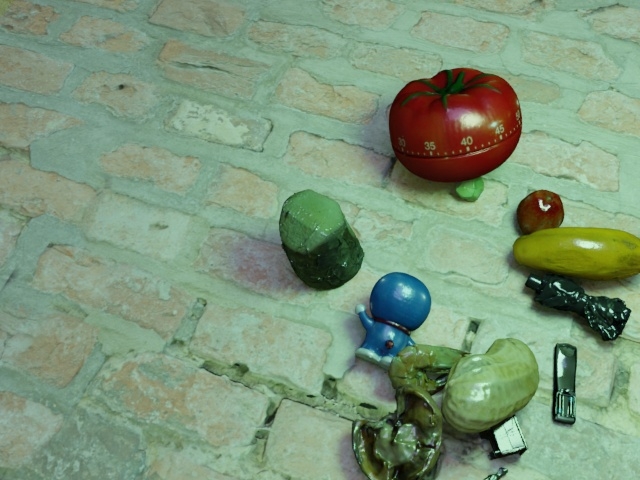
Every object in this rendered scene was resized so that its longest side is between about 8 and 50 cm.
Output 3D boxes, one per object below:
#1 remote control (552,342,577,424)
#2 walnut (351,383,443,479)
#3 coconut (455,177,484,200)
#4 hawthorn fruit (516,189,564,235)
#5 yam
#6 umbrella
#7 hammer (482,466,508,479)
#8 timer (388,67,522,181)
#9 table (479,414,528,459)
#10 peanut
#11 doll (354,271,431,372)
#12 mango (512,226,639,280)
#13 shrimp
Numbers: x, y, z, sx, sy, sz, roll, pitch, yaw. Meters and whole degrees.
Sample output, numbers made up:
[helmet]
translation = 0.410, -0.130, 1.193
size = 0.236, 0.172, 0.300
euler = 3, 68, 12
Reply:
[remote control]
translation = 0.620, 0.359, 1.775
size = 0.059, 0.028, 0.212
euler = 8, 60, 8
[walnut]
translation = 0.201, 0.471, 1.653
size = 0.238, 0.141, 0.204
euler = -40, 56, 18
[coconut]
translation = 0.442, -0.159, 2.066
size = 0.082, 0.081, 0.083
euler = -52, 58, 20
[hawthorn fruit]
translation = 0.623, -0.077, 1.974
size = 0.132, 0.138, 0.133
euler = -2, 55, 2
[yam]
translation = -0.005, 0.002, 1.876
size = 0.202, 0.271, 0.201
euler = 25, 62, 21
[umbrella]
translation = 0.674, 0.161, 1.853
size = 0.272, 0.110, 0.122
euler = 27, 64, 22
[hammer]
translation = 0.476, 0.666, 1.597
size = 0.125, 0.027, 0.297
euler = -34, 64, -18
[timer]
translation = 0.386, -0.327, 2.017
size = 0.377, 0.279, 0.378
euler = -11, 28, 6
[table]
translation = 0.438, 0.478, 1.685
size = 0.082, 0.070, 0.083
euler = -13, 60, -6
[peanut]
translation = 0.416, 0.350, 1.689
size = 0.339, 0.159, 0.174
euler = -12, 26, -36
[doll]
translation = 0.192, 0.212, 1.823
size = 0.215, 0.161, 0.257
euler = 26, 79, 2
[mango]
translation = 0.701, 0.034, 1.879
size = 0.359, 0.187, 0.144
euler = 4, 82, 5
[shrimp]
translation = 0.294, 0.328, 1.765
size = 0.267, 0.146, 0.061
euler = -2, 13, -24
